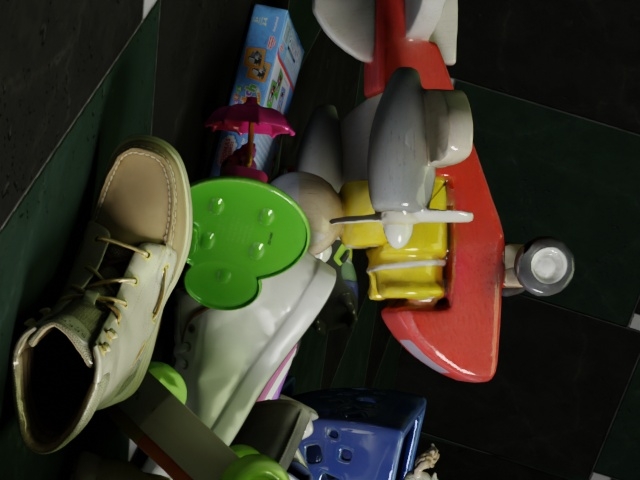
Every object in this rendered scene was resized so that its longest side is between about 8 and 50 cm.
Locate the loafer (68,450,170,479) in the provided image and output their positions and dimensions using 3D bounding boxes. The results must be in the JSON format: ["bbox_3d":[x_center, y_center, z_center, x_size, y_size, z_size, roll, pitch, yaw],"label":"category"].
[{"bbox_3d":[-0.159,0.249,1.709,0.268,0.092,0.102,75,29,-74],"label":"loafer"}]

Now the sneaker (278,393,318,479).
[{"bbox_3d":[-0.080,0.293,2.216,0.111,0.129,0.297,-67,169,-60],"label":"sneaker"}]

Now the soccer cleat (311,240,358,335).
[{"bbox_3d":[-0.001,0.001,2.545,0.289,0.093,0.121,87,-13,-50],"label":"soccer cleat"}]

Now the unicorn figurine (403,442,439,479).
[{"bbox_3d":[0.114,0.332,2.408,0.111,0.060,0.161,-23,110,-80],"label":"unicorn figurine"}]

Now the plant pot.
[{"bbox_3d":[-0.005,0.295,2.452,0.236,0.212,0.236,-38,140,-79],"label":"plant pot"}]

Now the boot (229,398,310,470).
[{"bbox_3d":[-0.107,0.256,1.889,0.076,0.190,0.208,45,40,-33],"label":"boot"}]

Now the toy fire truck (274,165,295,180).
[{"bbox_3d":[-0.048,0.005,2.258,0.192,0.047,0.135,-61,163,-66],"label":"toy fire truck"}]

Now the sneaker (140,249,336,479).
[{"bbox_3d":[-0.113,0.116,1.889,0.290,0.123,0.106,-57,-167,-3],"label":"sneaker"}]

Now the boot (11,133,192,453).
[{"bbox_3d":[-0.157,0.037,1.430,0.165,0.077,0.213,-42,148,-73],"label":"boot"}]

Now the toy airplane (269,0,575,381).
[{"bbox_3d":[0.058,-0.081,1.981,0.386,0.272,0.384,83,-18,-47],"label":"toy airplane"}]

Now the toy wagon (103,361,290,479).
[{"bbox_3d":[-0.042,0.232,1.683,0.068,0.344,0.267,-46,-154,-6],"label":"toy wagon"}]

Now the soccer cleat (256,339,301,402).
[{"bbox_3d":[-0.091,0.150,1.999,0.116,0.109,0.318,-63,167,-55],"label":"soccer cleat"}]

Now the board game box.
[{"bbox_3d":[-0.065,-0.110,1.970,0.160,0.039,0.211,62,41,-79],"label":"board game box"}]

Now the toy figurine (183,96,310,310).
[{"bbox_3d":[-0.071,-0.049,1.816,0.173,0.130,0.159,105,-6,-46],"label":"toy figurine"}]
